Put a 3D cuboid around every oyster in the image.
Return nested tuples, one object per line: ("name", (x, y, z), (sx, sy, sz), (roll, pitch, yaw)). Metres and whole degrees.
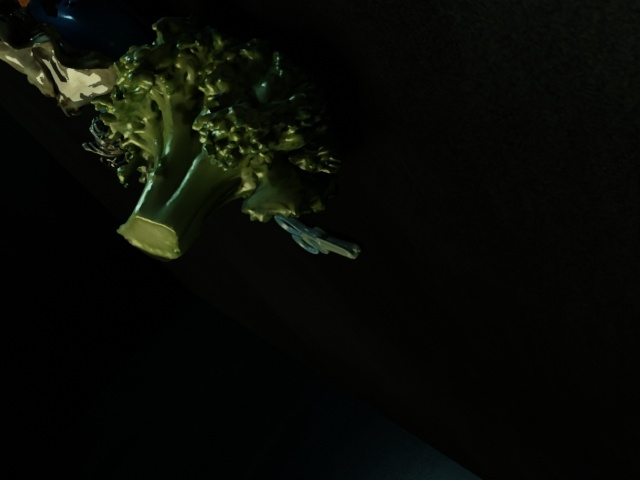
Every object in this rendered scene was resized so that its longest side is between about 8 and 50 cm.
("oyster", (-0.446, -0.290, 1.048), (0.238, 0.115, 0.351), (30, -179, -35))

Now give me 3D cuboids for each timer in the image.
("timer", (-0.340, -0.290, 1.208), (0.309, 0.115, 0.340), (26, 159, 38))

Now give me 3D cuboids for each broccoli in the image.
("broccoli", (-0.134, -0.136, 0.912), (0.338, 0.318, 0.277), (-4, 146, -1))

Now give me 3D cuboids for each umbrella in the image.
("umbrella", (-0.560, -0.237, 1.880), (0.113, 0.106, 0.357), (37, 165, -4))

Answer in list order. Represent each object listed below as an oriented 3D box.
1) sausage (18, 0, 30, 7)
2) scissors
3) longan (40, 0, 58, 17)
("sausage", (-0.546, -0.467, 1.261), (0.083, 0.083, 0.264), (33, 162, 21))
("scissors", (0.000, 0.000, 1.388), (0.125, 0.030, 0.256), (47, 165, -31))
("longan", (-0.409, -0.403, 0.979), (0.155, 0.145, 0.176), (-135, 33, -70))
